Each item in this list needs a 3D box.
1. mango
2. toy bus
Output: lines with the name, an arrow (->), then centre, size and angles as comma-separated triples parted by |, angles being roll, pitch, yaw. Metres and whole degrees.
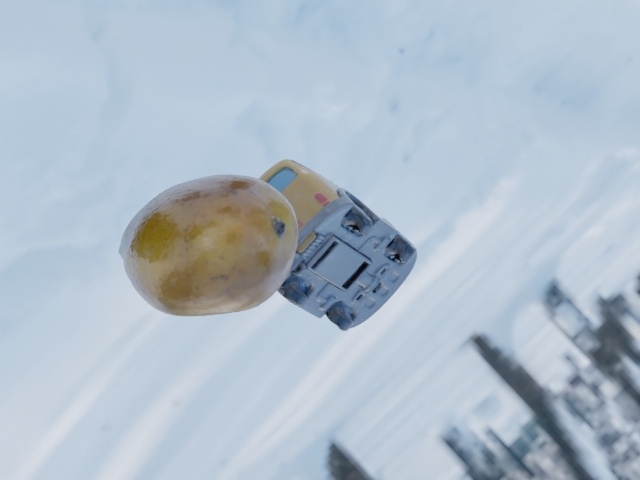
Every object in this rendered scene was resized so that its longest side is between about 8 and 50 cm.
mango -> -0.073, 0.002, 1.062 | 0.115, 0.089, 0.165 | -18, -172, -7
toy bus -> 0.000, 0.000, 1.723 | 0.126, 0.136, 0.209 | -48, 147, 6
